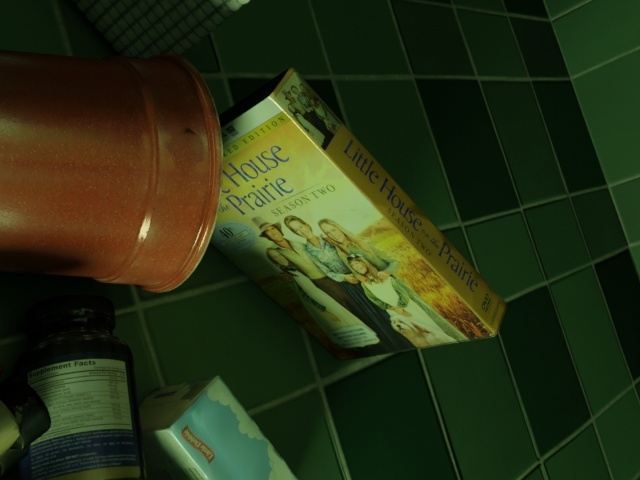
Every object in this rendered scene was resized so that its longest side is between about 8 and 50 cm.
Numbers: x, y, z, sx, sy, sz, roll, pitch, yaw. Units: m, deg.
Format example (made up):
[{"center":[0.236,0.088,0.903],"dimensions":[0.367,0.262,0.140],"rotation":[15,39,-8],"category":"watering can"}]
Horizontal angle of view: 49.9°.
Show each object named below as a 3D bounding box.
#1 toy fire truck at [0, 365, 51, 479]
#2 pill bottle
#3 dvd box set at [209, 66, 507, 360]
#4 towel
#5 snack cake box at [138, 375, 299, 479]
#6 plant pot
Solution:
[{"center":[-0.367,0.118,0.607],"dimensions":[0.246,0.217,0.158],"rotation":[48,44,2],"category":"toy fire truck"},{"center":[-0.255,0.173,0.726],"dimensions":[0.123,0.123,0.219],"rotation":[10,55,-41],"category":"pill bottle"},{"center":[0.000,0.000,0.910],"dimensions":[0.420,0.308,0.062],"rotation":[45,52,-22],"category":"dvd box set"},{"center":[-0.205,-0.364,0.870],"dimensions":[0.235,0.284,0.121],"rotation":[51,46,-18],"category":"towel"},{"center":[-0.109,0.293,0.808],"dimensions":[0.264,0.152,0.089],"rotation":[56,46,-13],"category":"snack cake box"},{"center":[-0.285,-0.077,0.698],"dimensions":[0.265,0.272,0.272],"rotation":[1,74,-42],"category":"plant pot"}]
